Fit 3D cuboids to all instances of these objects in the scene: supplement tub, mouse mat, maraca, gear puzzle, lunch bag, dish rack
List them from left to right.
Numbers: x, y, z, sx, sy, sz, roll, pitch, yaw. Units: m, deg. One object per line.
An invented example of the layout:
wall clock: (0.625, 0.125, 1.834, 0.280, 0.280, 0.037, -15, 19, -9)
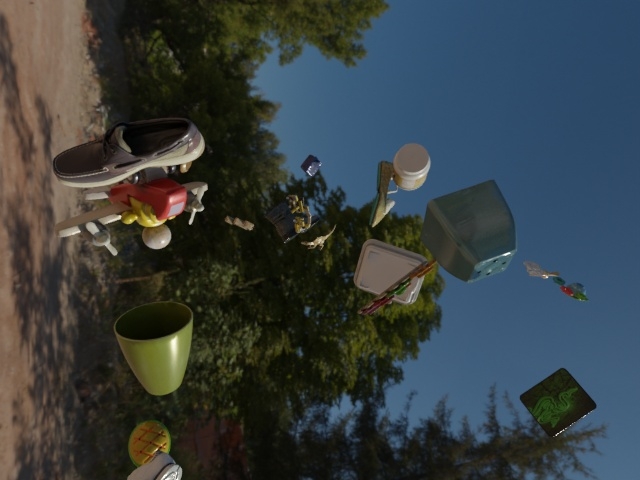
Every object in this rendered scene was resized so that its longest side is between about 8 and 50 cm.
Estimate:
maraca: (-0.548, 0.678, 1.416, 0.099, 0.127, 0.185, 125, -46, -55)
lunch bag: (-0.048, -0.382, 2.200, 0.098, 0.067, 0.065, -51, -127, 2)
dish rack: (0.340, 0.168, 2.183, 0.072, 0.333, 0.285, -45, 151, -66)
gear puzzle: (0.244, 0.134, 1.292, 0.044, 0.175, 0.339, 53, -34, 10)
supplement tub: (0.366, -0.298, 1.781, 0.199, 0.144, 0.144, 60, 22, -76)
mouse mat: (0.787, 0.535, 1.459, 0.152, 0.190, 0.007, 56, 1, 29)

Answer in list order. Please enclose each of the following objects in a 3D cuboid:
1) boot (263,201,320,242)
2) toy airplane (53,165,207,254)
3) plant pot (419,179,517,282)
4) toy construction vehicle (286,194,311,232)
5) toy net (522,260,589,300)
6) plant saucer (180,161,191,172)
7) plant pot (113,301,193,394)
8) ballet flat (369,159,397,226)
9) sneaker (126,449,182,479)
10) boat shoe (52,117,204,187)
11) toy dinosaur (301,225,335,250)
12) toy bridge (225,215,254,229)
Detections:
boot: (-0.115, -0.104, 1.870, 0.161, 0.246, 0.083, 55, -46, 4)
toy airplane: (-0.566, -0.100, 1.383, 0.384, 0.386, 0.272, -109, -177, -77)
plant pot: (0.516, -0.008, 1.483, 0.247, 0.248, 0.252, 82, -13, -57)
toy construction vehicle: (-0.052, -0.074, 1.123, 0.086, 0.035, 0.098, -52, 129, -74)
toy net: (0.824, 0.149, 1.559, 0.232, 0.122, 0.045, 27, -55, 19)
plant saucer: (-0.455, -0.268, 1.500, 0.083, 0.015, 0.083, -163, -90, -88)
plant pot: (-0.612, 0.427, 1.667, 0.275, 0.275, 0.293, -132, -141, -63)
ballet flat: (0.324, -0.231, 2.195, 0.123, 0.123, 0.348, 158, -57, -72)
sneaker: (-0.449, 0.622, 1.056, 0.095, 0.235, 0.090, 21, -43, 34)
boat shoe: (-0.371, -0.179, 0.840, 0.092, 0.285, 0.102, 100, -24, -69)
toy dinosaur: (0.000, 0.000, 2.011, 0.053, 0.183, 0.092, 58, -20, 20)
toy bridge: (-0.299, -0.063, 1.666, 0.188, 0.063, 0.026, 15, -101, 54)
